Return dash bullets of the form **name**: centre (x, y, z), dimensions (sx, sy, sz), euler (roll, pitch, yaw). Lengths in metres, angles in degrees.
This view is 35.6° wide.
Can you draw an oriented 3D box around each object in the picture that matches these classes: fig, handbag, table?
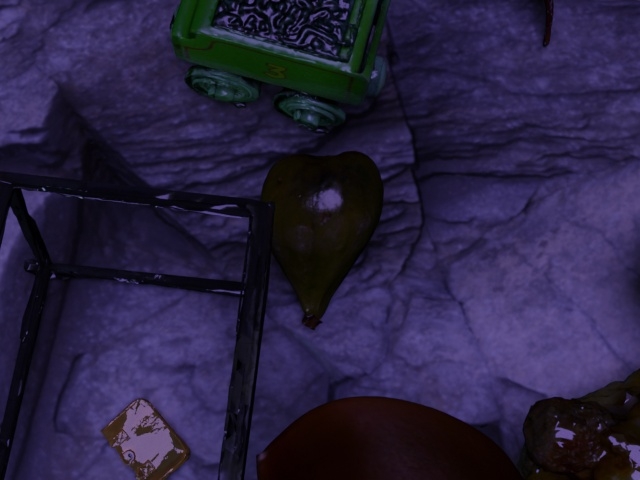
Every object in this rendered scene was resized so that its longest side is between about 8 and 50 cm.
- **fig**: centre (0.005, -0.006, 1.056), dimensions (0.133, 0.126, 0.184), euler (0, 75, -17)
- **handbag**: centre (-0.184, 0.213, 1.049), dimensions (0.061, 0.027, 0.083), euler (-43, 81, -9)
- **table**: centre (-0.198, 0.144, 0.929), dimensions (0.273, 0.222, 0.334), euler (7, 64, -2)

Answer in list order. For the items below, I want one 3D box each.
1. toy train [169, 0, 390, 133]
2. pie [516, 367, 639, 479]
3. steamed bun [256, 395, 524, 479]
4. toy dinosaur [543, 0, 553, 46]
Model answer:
- **toy train**: centre (-0.044, -0.214, 1.060), dimensions (0.243, 0.188, 0.132), euler (15, 78, 1)
- **pie**: centre (0.384, 0.328, 0.982), dimensions (0.395, 0.180, 0.417), euler (-11, 83, -19)
- **steamed bun**: centre (0.090, 0.321, 0.849), dimensions (0.248, 0.235, 0.379), euler (-10, 120, -3)
- **toy dinosaur**: centre (0.106, -0.334, 1.150), dimensions (0.328, 0.113, 0.206), euler (-3, 53, -15)
